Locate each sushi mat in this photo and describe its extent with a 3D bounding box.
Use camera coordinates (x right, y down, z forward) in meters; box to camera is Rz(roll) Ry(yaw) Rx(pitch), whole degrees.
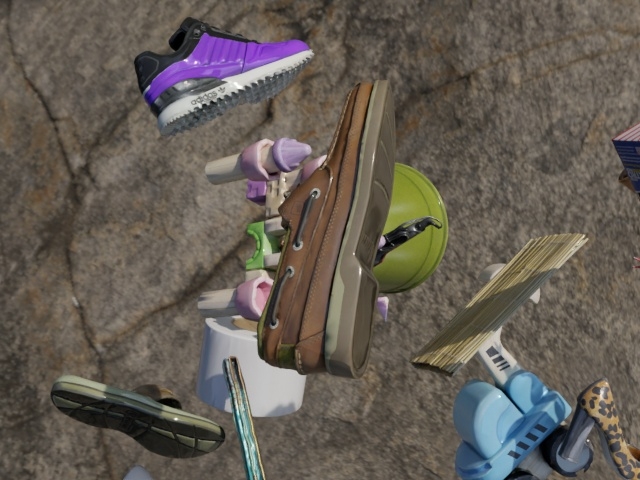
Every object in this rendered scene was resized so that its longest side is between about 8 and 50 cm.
[{"bbox_3d":[0.282,0.098,1.132,0.316,0.151,0.019,-42,97,-13],"label":"sushi mat"}]

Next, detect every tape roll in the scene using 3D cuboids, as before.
[{"bbox_3d":[-0.148,0.270,1.582,0.246,0.246,0.169,14,98,32],"label":"tape roll"}]

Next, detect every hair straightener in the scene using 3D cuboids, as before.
[{"bbox_3d":[0.108,0.018,1.239,0.231,0.089,0.047,-27,81,25],"label":"hair straightener"}]

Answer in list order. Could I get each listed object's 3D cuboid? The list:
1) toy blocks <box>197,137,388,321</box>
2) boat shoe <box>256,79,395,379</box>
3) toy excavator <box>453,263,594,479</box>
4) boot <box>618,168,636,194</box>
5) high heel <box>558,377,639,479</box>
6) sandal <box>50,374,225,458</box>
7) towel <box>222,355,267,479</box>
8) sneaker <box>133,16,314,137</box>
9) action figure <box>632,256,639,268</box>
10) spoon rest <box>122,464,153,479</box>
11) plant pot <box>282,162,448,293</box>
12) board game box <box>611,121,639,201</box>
[{"bbox_3d":[0.000,0.000,1.146,0.260,0.309,0.288,-9,73,32],"label":"toy blocks"},{"bbox_3d":[0.007,-0.024,0.683,0.105,0.110,0.307,4,66,18],"label":"boat shoe"},{"bbox_3d":[0.424,0.337,1.627,0.433,0.222,0.445,-43,98,-5],"label":"toy excavator"},{"bbox_3d":[0.480,-0.062,0.807,0.211,0.295,0.104,36,76,3],"label":"boot"},{"bbox_3d":[0.637,0.392,1.454,0.093,0.261,0.186,-120,47,-75],"label":"high heel"},{"bbox_3d":[-0.292,0.277,1.179,0.120,0.303,0.086,-48,23,35],"label":"sandal"},{"bbox_3d":[-0.116,0.408,1.240,0.040,0.271,0.370,-13,69,-9],"label":"towel"},{"bbox_3d":[-0.142,-0.271,1.040,0.293,0.102,0.146,-31,87,-35],"label":"sneaker"},{"bbox_3d":[0.675,0.124,1.372,0.139,0.092,0.280,20,115,37],"label":"action figure"},{"bbox_3d":[-0.287,0.425,0.939,0.084,0.137,0.276,10,34,2],"label":"spoon rest"},{"bbox_3d":[0.087,-0.026,1.819,0.367,0.353,0.366,2,94,34],"label":"plant pot"},{"bbox_3d":[0.386,-0.026,0.705,0.045,0.193,0.147,-31,14,-5],"label":"board game box"}]
